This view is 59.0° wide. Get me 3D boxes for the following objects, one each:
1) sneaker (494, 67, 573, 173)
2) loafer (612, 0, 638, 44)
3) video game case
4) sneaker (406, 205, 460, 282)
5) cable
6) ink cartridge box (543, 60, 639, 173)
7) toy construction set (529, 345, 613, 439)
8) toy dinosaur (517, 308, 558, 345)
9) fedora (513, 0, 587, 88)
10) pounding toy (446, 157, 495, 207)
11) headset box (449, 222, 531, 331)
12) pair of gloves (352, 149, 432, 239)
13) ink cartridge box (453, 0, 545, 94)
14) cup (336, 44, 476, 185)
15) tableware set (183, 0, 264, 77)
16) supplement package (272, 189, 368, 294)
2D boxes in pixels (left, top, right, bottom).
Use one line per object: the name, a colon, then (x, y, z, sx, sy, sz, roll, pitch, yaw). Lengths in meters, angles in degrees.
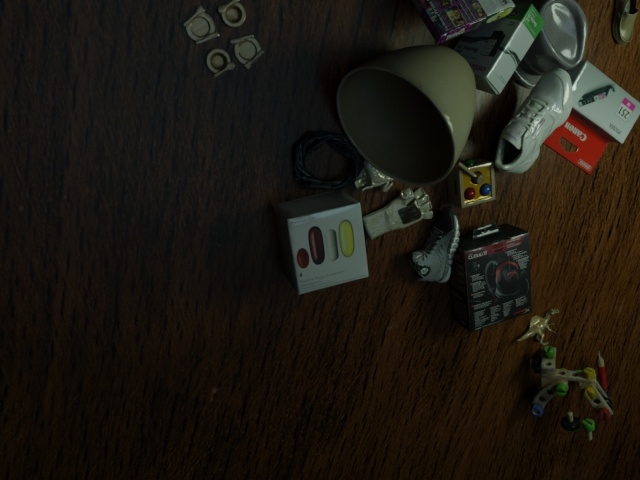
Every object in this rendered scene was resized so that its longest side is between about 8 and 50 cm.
sneaker: (0.568, -0.311, 1.514, 0.152, 0.114, 0.305, -10, 129, -49)
loafer: (0.864, -0.630, 1.600, 0.056, 0.050, 0.148, -19, 112, -13)
video game case: (0.318, -0.608, 1.358, 0.210, 0.042, 0.232, -26, 79, -11)
sneaker: (0.311, 0.017, 1.597, 0.132, 0.086, 0.228, -2, 108, -16)
cable: (0.022, -0.202, 1.448, 0.185, 0.047, 0.150, 1, 100, -12)
ink cartridge box: (0.785, -0.352, 1.658, 0.275, 0.060, 0.239, 25, 96, -24)
toy construction set: (0.827, 0.440, 1.848, 0.309, 0.257, 0.237, -21, 106, -35)
toy dinosaur: (0.709, 0.295, 1.850, 0.183, 0.053, 0.092, -36, 100, -14)
fedora: (0.618, -0.541, 1.502, 0.244, 0.124, 0.275, -30, 114, -8)
pounding toy: (0.413, -0.169, 1.562, 0.130, 0.100, 0.141, -15, 111, -15)
headset box: (0.498, 0.094, 1.670, 0.218, 0.110, 0.293, -16, 111, -14)
pair of gloves: (0.197, -0.137, 1.530, 0.204, 0.042, 0.240, -19, 111, -12)
ink cartridge box: (0.434, -0.492, 1.431, 0.087, 0.153, 0.208, 27, 96, -44)
cup: (0.239, -0.332, 1.358, 0.237, 0.331, 0.331, -47, 117, -24)
tableware set: (-0.219, -0.462, 1.294, 0.141, 0.020, 0.168, -30, 114, -8)
supplement package: (0.000, 0.000, 1.446, 0.194, 0.149, 0.203, -14, 112, -14)
